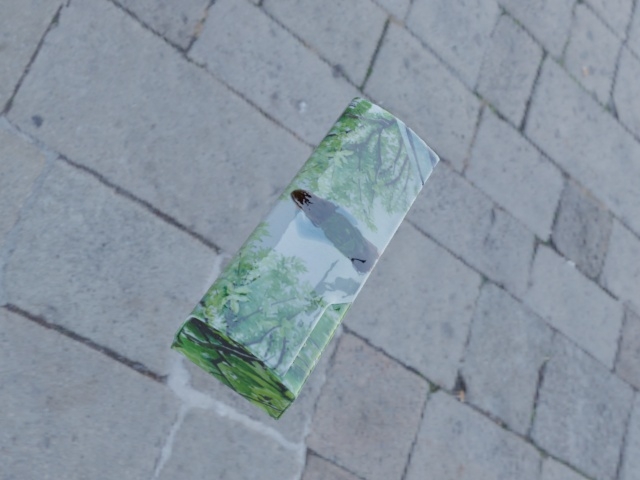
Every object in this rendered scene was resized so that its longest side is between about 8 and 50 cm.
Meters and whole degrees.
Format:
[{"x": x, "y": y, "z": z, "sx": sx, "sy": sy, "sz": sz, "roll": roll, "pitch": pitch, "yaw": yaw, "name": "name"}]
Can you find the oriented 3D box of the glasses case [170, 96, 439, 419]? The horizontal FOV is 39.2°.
[{"x": 0.000, "y": 0.000, "z": 0.688, "sx": 0.095, "sy": 0.062, "sz": 0.272, "roll": 33, "pitch": 50, "yaw": 0, "name": "glasses case"}]
